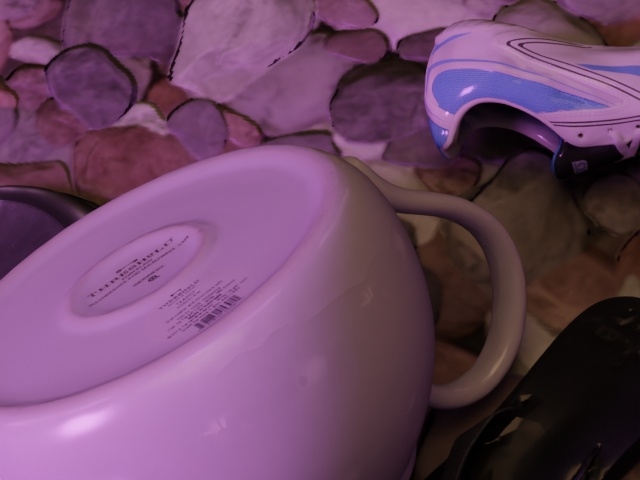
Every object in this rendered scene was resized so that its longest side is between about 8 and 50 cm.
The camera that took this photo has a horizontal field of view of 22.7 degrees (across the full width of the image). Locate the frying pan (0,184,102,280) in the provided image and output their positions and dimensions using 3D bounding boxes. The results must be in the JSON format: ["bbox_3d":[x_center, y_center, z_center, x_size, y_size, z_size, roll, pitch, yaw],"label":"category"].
[{"bbox_3d":[-0.207,0.094,0.872,0.197,0.053,0.326,6,55,16],"label":"frying pan"}]

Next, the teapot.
[{"bbox_3d":[-0.041,0.084,0.766,0.256,0.187,0.252,-19,26,22],"label":"teapot"}]

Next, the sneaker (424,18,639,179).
[{"bbox_3d":[0.176,-0.072,0.892,0.237,0.085,0.086,5,84,11],"label":"sneaker"}]

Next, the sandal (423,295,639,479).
[{"bbox_3d":[0.096,0.121,0.783,0.097,0.054,0.254,26,65,25],"label":"sandal"}]
